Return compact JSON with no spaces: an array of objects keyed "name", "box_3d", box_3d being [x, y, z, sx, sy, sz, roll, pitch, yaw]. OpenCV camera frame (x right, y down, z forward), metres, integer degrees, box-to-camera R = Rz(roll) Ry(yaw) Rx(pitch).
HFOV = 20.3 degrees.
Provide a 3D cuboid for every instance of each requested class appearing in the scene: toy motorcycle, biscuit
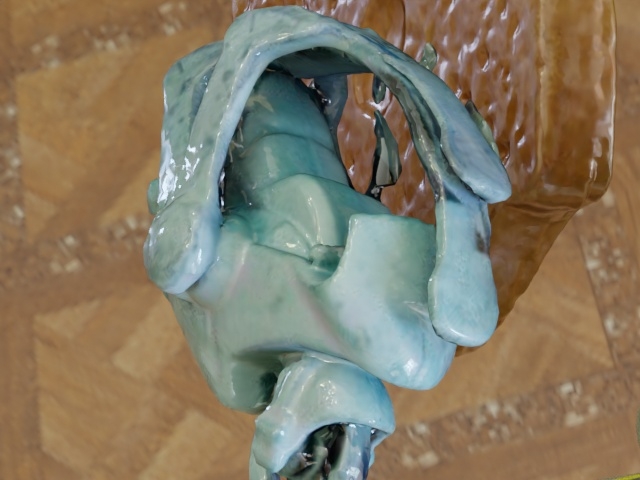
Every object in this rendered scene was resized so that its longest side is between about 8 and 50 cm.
[{"name":"toy motorcycle","box_3d":[0.000,0.000,0.894,0.206,0.154,0.260,-51,41,23]},{"name":"biscuit","box_3d":[0.051,-0.122,1.118,0.078,0.349,0.455,-3,21,-24]}]

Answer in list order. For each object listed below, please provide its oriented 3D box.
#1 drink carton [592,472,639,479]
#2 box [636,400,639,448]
[{"name":"drink carton","box_3d":[0.186,0.169,1.088,0.071,0.166,0.056,-33,68,44]},{"name":"box","box_3d":[0.377,0.100,0.754,0.367,0.373,0.090,-36,17,36]}]
